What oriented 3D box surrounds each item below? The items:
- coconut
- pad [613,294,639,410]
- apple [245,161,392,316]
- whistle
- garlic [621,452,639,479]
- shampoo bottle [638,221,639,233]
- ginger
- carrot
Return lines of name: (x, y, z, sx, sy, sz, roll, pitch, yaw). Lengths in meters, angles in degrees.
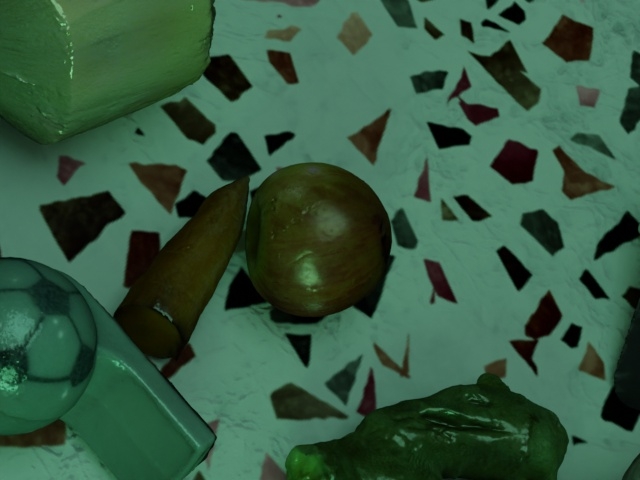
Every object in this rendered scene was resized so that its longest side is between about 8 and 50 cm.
coconut: (-0.237, -0.209, 1.699, 0.244, 0.239, 0.239, -19, 75, -27)
pad: (0.463, 0.089, 1.917, 0.323, 0.055, 0.250, 20, 87, -28)
apple: (0.000, 0.000, 1.741, 0.146, 0.146, 0.146, 8, 64, -17)
whistle: (-0.237, 0.114, 1.590, 0.290, 0.163, 0.163, 47, 59, 5)
garlic: (0.408, 0.276, 1.681, 0.322, 0.322, 0.241, 23, 77, -10)
shampoo bottle: (0.368, 0.005, 1.937, 0.072, 0.043, 0.099, -13, 72, -28)
ginger: (0.097, 0.208, 1.717, 0.290, 0.089, 0.137, -23, 58, -33)
carrot: (-0.114, 0.011, 1.736, 0.072, 0.072, 0.205, 32, 57, -5)
